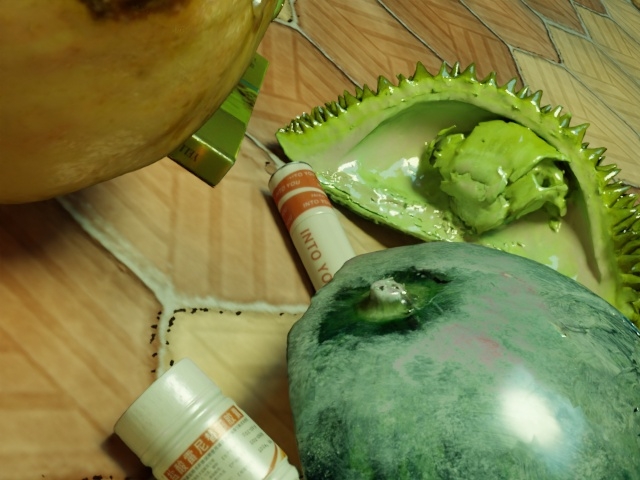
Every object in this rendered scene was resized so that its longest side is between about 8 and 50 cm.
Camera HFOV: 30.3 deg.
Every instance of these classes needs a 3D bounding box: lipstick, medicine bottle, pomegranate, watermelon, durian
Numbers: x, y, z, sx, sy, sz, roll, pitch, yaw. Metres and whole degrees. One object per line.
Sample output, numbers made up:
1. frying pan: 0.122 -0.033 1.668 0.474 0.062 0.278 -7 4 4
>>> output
1. lipstick: 0.000 0.000 0.869 0.038 0.038 0.131 14 38 -41
2. medicine bottle: -0.059 0.111 0.618 0.089 0.057 0.057 45 28 6
3. pomegranate: -0.184 -0.181 0.630 0.342 0.342 0.342 31 30 -20
4. watermelon: 0.100 0.075 0.693 0.175 0.188 0.322 59 18 -25
5. durian: 0.148 -0.033 0.994 0.355 0.157 0.169 30 69 10

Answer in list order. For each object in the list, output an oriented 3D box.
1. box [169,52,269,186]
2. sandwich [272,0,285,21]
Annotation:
1. box: -0.108 -0.129 0.927 0.121 0.030 0.193 34 28 -14
2. sandwich: -0.083 -0.269 1.181 0.074 0.074 0.116 21 2 -32
